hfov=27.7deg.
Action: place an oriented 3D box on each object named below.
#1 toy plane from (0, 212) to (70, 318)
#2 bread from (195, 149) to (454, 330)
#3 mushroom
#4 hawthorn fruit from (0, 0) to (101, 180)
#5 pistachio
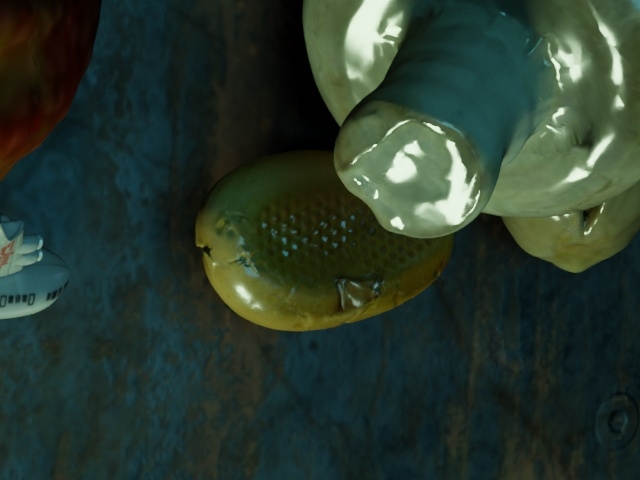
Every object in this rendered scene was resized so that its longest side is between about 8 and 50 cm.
[{"bbox_3d":[-0.199,0.022,0.703,0.065,0.162,0.171,59,28,3],"label":"toy plane"},{"bbox_3d":[0.000,0.000,0.832,0.189,0.077,0.114,-4,78,-37],"label":"bread"},{"bbox_3d":[0.091,-0.103,0.745,0.244,0.243,0.243,-3,97,-30],"label":"mushroom"},{"bbox_3d":[-0.299,-0.146,0.482,0.403,0.403,0.402,-3,97,-30],"label":"hawthorn fruit"},{"bbox_3d":[0.176,-0.070,0.911,0.124,0.124,0.184,1,88,-31],"label":"pistachio"}]
